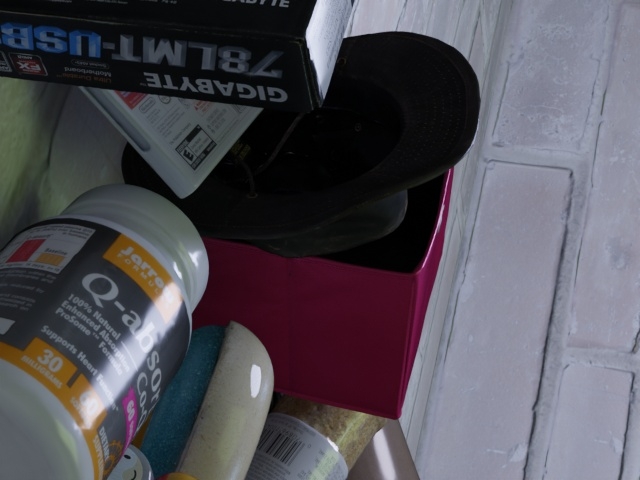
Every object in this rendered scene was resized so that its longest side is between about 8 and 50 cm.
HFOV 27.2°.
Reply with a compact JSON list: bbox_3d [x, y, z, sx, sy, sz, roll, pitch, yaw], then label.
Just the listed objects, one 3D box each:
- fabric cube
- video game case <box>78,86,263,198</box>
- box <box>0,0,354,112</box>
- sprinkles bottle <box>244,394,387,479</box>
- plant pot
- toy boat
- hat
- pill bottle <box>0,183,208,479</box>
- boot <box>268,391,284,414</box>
[{"bbox_3d":[0.000,0.000,1.423,0.258,0.259,0.254,91,13,-50],"label":"fabric cube"},{"bbox_3d":[-0.136,-0.147,1.104,0.183,0.023,0.201,48,31,-10],"label":"video game case"},{"bbox_3d":[-0.109,-0.228,0.845,0.073,0.295,0.293,78,24,-54],"label":"box"},{"bbox_3d":[-0.064,0.296,1.456,0.355,0.121,0.121,-52,151,-29],"label":"sprinkles bottle"},{"bbox_3d":[0.022,0.302,1.830,0.263,0.263,0.229,40,41,-73],"label":"plant pot"},{"bbox_3d":[-0.136,0.194,1.143,0.318,0.148,0.268,-158,-90,-84],"label":"toy boat"},{"bbox_3d":[-0.008,-0.062,1.223,0.331,0.331,0.134,-67,150,-46],"label":"hat"},{"bbox_3d":[-0.189,0.078,0.964,0.278,0.162,0.162,-61,154,-55],"label":"pill bottle"},{"bbox_3d":[-0.078,0.151,1.619,0.236,0.085,0.179,81,17,-48],"label":"boot"}]
